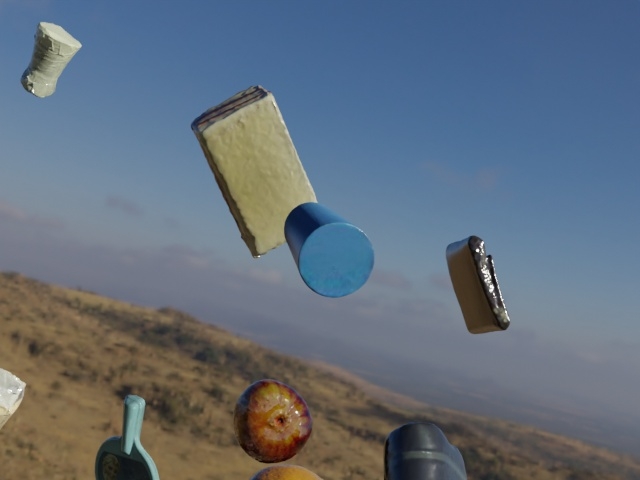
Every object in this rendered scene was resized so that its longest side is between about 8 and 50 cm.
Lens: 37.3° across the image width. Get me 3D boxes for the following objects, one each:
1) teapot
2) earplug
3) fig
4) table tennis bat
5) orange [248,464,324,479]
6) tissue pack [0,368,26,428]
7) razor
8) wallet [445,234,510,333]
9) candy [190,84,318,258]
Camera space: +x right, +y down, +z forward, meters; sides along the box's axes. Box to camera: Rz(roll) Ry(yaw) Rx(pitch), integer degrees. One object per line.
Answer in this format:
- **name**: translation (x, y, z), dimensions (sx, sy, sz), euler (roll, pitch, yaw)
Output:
- **teapot**: translation (-0.335, -0.221, 1.167), dimensions (0.057, 0.083, 0.067), euler (27, 15, -13)
- **earplug**: translation (0.000, 0.000, 1.720), dimensions (0.132, 0.132, 0.273), euler (14, 11, -15)
- **fig**: translation (-0.087, 0.355, 1.820), dimensions (0.149, 0.148, 0.202), euler (39, -9, 26)
- **table tennis bat**: translation (-0.333, 0.379, 1.648), dimensions (0.149, 0.237, 0.038), euler (21, 21, 30)
- **orange**: translation (-0.066, 0.601, 2.018), dimensions (0.264, 0.264, 0.264), euler (13, -4, 1)
- **tissue pack**: translation (-0.613, 0.273, 1.565), dimensions (0.186, 0.222, 0.090), euler (36, 26, -8)
- **razor**: translation (0.169, 0.478, 1.516), dimensions (0.113, 0.349, 0.204), euler (-13, -36, 26)
- **wallet**: translation (0.285, 0.082, 1.730), dimensions (0.049, 0.182, 0.229), euler (-16, -5, -4)
- **candy**: translation (-0.130, -0.143, 1.992), dimensions (0.179, 0.320, 0.135), euler (-26, 24, -8)
